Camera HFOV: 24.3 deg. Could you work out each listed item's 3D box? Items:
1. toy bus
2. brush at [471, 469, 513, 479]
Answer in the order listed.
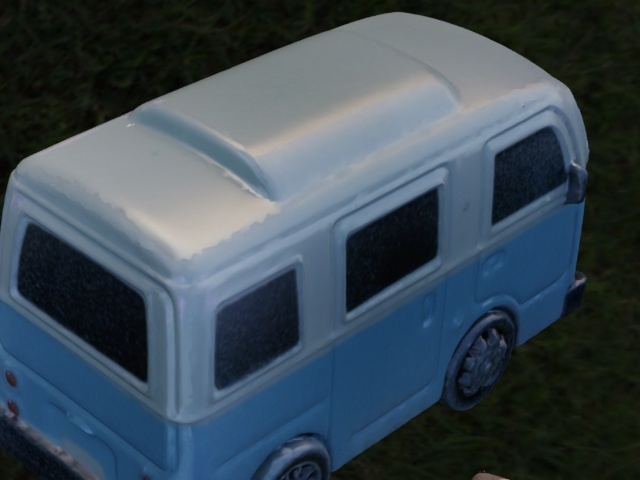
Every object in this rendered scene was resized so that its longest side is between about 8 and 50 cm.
[{"bbox_3d":[0.000,0.000,0.634,0.271,0.133,0.164,-28,135,-39],"label":"toy bus"},{"bbox_3d":[0.193,0.335,1.394,0.065,0.070,0.327,-58,143,-31],"label":"brush"}]
